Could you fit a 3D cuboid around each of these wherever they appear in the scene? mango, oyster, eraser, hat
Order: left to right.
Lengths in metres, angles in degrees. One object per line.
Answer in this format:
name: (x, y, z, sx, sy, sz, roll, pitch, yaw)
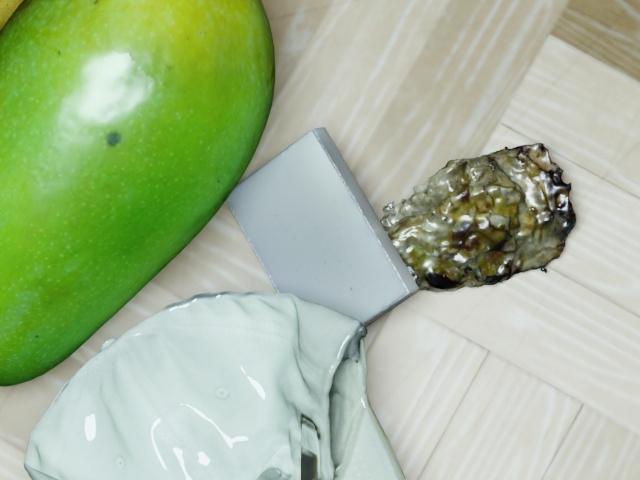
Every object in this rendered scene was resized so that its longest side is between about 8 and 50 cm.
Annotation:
mango: (-0.171, -0.058, 1.393, 0.201, 0.225, 0.382, 32, 102, 14)
hat: (-0.059, 0.202, 1.395, 0.258, 0.168, 0.301, -33, 105, -19)
eraser: (0.000, 0.000, 1.444, 0.104, 0.023, 0.150, -35, 80, 29)
oyster: (0.112, -0.013, 1.452, 0.177, 0.056, 0.105, -10, 97, 1)

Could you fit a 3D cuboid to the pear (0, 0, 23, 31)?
pear: (-0.263, -0.266, 1.435, 0.209, 0.209, 0.208, 0, 81, 2)
